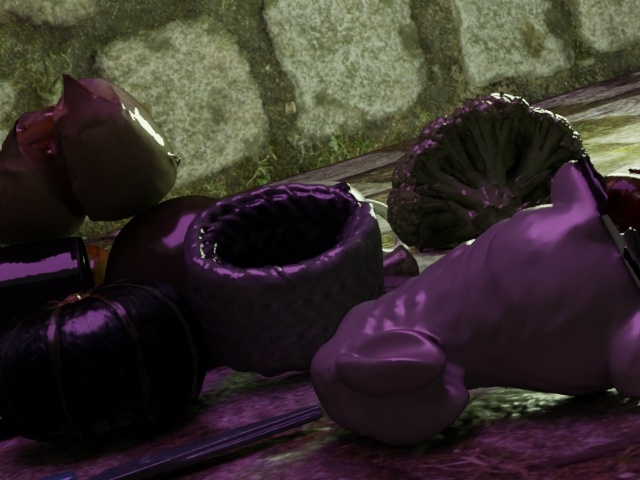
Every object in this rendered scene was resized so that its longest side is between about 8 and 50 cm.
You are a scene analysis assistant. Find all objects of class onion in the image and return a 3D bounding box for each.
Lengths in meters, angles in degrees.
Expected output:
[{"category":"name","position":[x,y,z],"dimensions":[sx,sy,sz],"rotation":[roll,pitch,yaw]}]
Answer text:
[{"category":"onion","position":[0.396,-0.043,2.123],"dimensions":[0.118,0.119,0.117],"rotation":[-14,-14,4]}]

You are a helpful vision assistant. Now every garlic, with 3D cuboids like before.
[{"category":"garlic","position":[-0.332,-0.111,2.176],"dimensions":[0.286,0.250,0.313],"rotation":[-1,12,-11]}]

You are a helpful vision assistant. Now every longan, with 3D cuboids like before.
[{"category":"longan","position":[-0.158,0.050,2.143],"dimensions":[0.248,0.248,0.248],"rotation":[-14,8,2]}]

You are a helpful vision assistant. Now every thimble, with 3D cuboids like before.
[{"category":"thimble","position":[-0.040,0.044,1.950],"dimensions":[0.245,0.157,0.217],"rotation":[-26,39,-29]}]

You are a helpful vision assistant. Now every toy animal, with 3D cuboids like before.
[{"category":"toy animal","position":[0.151,0.091,1.547],"dimensions":[0.357,0.194,0.258],"rotation":[-29,29,14]}]

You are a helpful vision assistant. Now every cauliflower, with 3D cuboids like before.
[{"category":"cauliflower","position":[0.251,-0.059,2.286],"dimensions":[0.275,0.250,0.272],"rotation":[-44,-44,17]}]

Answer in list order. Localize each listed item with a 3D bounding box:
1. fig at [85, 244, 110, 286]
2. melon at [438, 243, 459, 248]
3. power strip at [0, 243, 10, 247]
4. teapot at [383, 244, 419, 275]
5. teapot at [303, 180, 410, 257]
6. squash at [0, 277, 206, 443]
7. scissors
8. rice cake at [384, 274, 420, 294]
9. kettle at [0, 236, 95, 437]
[{"category":"fig","position":[-0.341,0.093,2.421],"dimensions":[0.149,0.148,0.202],"rotation":[-23,39,-23]},{"category":"melon","position":[0.205,-0.014,2.533],"dimensions":[0.098,0.054,0.182],"rotation":[1,10,3]},{"category":"power strip","position":[-0.485,0.099,2.375],"dimensions":[0.251,0.092,0.257],"rotation":[-55,1,-9]},{"category":"teapot","position":[0.090,0.045,2.274],"dimensions":[0.083,0.057,0.067],"rotation":[-24,-15,-12]},{"category":"teapot","position":[0.000,0.000,2.441],"dimensions":[0.299,0.166,0.208],"rotation":[-11,-35,-28]},{"category":"squash","position":[-0.254,0.139,1.868],"dimensions":[0.252,0.165,0.252],"rotation":[-17,8,2]},{"category":"scissors","position":[-0.208,0.235,1.615],"dimensions":[0.447,0.029,0.192],"rotation":[-17,9,-12]},{"category":"rice cake","position":[0.081,0.075,2.098],"dimensions":[0.106,0.050,0.298],"rotation":[-20,11,-31]},{"category":"kettle","position":[-0.432,0.117,2.068],"dimensions":[0.307,0.203,0.262],"rotation":[-11,18,-5]}]
